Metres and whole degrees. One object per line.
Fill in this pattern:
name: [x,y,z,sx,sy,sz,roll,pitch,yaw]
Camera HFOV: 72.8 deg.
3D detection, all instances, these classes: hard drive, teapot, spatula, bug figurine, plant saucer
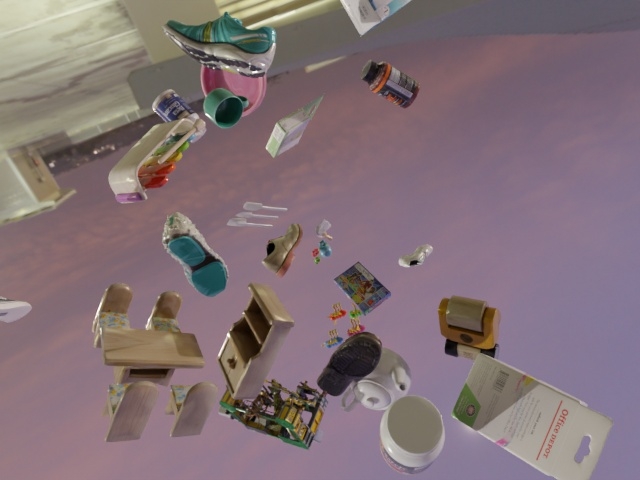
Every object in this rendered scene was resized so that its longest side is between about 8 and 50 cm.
hard drive: [-0.184,0.699,1.661,0.353,0.233,0.047,6,-117,17]
teapot: [0.200,0.530,1.592,0.252,0.256,0.187,10,-144,21]
spatula: [-0.271,-0.106,1.893,0.242,0.019,0.168,2,140,-48]
bug figurine: [0.114,0.392,2.022,0.216,0.072,0.279,-23,-155,22]
plant saucer: [-0.396,-0.749,2.030,0.332,0.332,0.084,-11,-163,23]

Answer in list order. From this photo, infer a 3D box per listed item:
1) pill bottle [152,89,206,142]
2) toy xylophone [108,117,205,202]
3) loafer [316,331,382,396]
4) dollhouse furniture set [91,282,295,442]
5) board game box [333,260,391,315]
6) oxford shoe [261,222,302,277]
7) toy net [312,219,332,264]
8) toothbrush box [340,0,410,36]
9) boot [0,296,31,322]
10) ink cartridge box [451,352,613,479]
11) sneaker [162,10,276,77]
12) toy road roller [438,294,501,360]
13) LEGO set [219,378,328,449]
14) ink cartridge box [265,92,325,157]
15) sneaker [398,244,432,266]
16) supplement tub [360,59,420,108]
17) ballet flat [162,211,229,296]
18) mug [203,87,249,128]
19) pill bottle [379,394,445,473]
pill bottle: [-0.470,-0.414,1.460,0.094,0.169,0.094,-45,-173,7]
toy xylophone: [-0.439,-0.236,1.201,0.236,0.081,0.322,6,-129,37]
loafer: [0.096,0.401,1.490,0.366,0.134,0.130,-53,-179,43]
dollhouse furniture set: [-0.303,0.234,1.046,0.394,0.256,0.362,15,-161,-36]
board game box: [0.166,0.189,1.744,0.136,0.035,0.201,-34,-127,-13]
oxford shoe: [-0.173,0.013,1.999,0.123,0.130,0.348,-51,-166,34]
toy net: [0.000,0.000,2.096,0.122,0.232,0.045,-23,-142,-23]
toothbrush box: [0.203,-0.855,1.423,0.295,0.216,0.126,-43,-160,-22]
boot: [-0.835,0.161,1.121,0.069,0.086,0.190,-44,176,-9]
ink cartridge box: [0.571,0.482,1.185,0.353,0.119,0.207,23,-94,43]
sneaker: [-0.216,-0.434,0.943,0.275,0.110,0.107,21,179,17]
toy road roller: [0.612,0.317,1.726,0.202,0.329,0.240,8,-137,34]
LEGO set: [-0.132,0.496,1.372,0.331,0.255,0.192,-5,-138,36]
ink cartridge box: [-0.075,-0.404,1.531,0.235,0.056,0.171,-37,177,-27]
sneaker: [0.528,0.094,2.319,0.212,0.080,0.094,-26,-156,-18]
supplement tub: [0.239,-0.548,1.511,0.106,0.198,0.106,-53,-156,37]
ballet flat: [-0.421,0.045,1.495,0.147,0.409,0.147,-3,-125,5]
mug: [-0.359,-0.497,1.622,0.097,0.129,0.158,41,-157,24]
pill bottle: [0.232,0.501,1.120,0.162,0.278,0.162,-4,-124,5]
